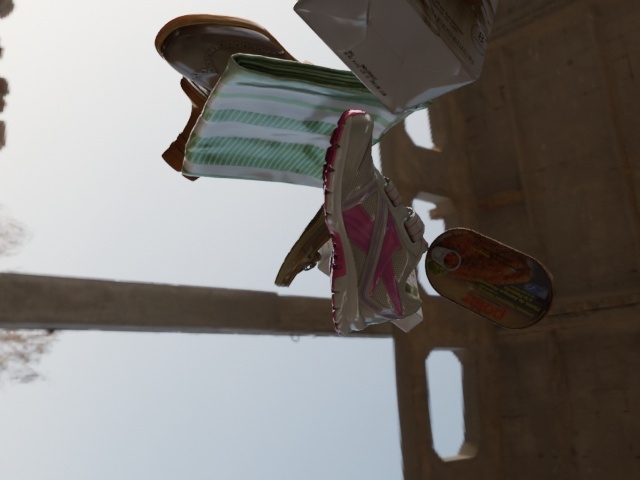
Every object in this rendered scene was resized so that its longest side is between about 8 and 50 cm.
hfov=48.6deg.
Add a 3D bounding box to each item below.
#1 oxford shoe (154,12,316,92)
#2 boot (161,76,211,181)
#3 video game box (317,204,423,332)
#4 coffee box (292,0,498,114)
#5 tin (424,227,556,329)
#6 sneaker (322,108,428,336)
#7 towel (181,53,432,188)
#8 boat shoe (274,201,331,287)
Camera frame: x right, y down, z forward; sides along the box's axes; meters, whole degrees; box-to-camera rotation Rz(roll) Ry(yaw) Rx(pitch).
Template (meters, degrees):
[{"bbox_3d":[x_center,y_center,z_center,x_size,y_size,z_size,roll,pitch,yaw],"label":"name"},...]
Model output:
[{"bbox_3d":[-0.092,-0.249,1.139,0.130,0.363,0.133,-45,-132,33],"label":"oxford shoe"},{"bbox_3d":[-0.227,-0.194,1.269,0.152,0.197,0.073,-29,-141,15],"label":"boot"},{"bbox_3d":[0.084,0.037,1.220,0.048,0.205,0.187,-44,-156,23],"label":"video game box"},{"bbox_3d":[0.089,-0.259,0.648,0.098,0.141,0.247,-17,-137,44],"label":"coffee box"},{"bbox_3d":[0.238,0.053,1.002,0.189,0.040,0.106,28,-81,26],"label":"tin"},{"bbox_3d":[0.061,-0.020,0.777,0.103,0.111,0.252,-93,178,-68],"label":"sneaker"},{"bbox_3d":[-0.037,-0.138,0.924,0.325,0.247,0.038,148,-57,-64],"label":"towel"},{"bbox_3d":[0.000,-0.001,0.851,0.153,0.048,0.056,-54,-177,-2],"label":"boat shoe"}]
